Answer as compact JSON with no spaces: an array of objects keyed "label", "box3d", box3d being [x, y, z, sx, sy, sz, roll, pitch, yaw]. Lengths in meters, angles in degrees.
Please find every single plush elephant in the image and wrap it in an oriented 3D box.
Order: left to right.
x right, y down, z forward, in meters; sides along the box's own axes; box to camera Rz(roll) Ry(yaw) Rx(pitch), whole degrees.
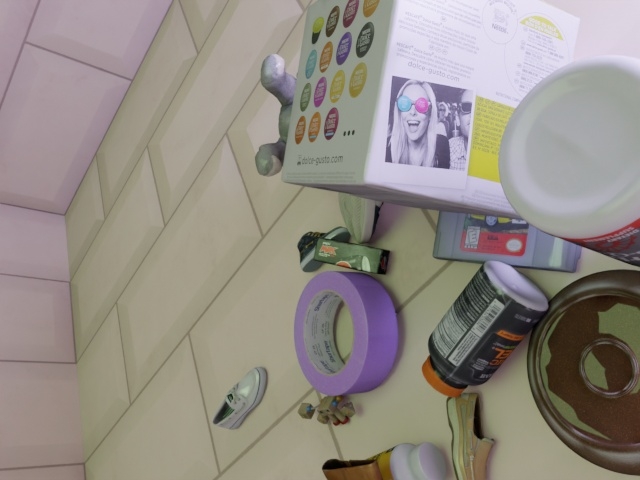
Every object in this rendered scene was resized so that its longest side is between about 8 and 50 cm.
[{"label":"plush elephant","box3d":[0.030,-0.264,1.362,0.255,0.330,0.272,6,90,28]}]

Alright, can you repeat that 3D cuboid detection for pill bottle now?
[{"label":"pill bottle","box3d":[0.152,0.458,1.116,0.184,0.103,0.103,-40,52,36]},{"label":"pill bottle","box3d":[0.278,0.166,1.017,0.246,0.130,0.130,-61,42,27]},{"label":"pill bottle","box3d":[0.414,-0.075,0.737,0.210,0.363,0.210,-18,66,47]}]

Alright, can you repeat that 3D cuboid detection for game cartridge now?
[{"label":"game cartridge","box3d":[0.342,-0.050,1.067,0.294,0.060,0.196,4,79,51]}]

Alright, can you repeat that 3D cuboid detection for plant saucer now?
[{"label":"plant saucer","box3d":[0.448,0.195,0.876,0.310,0.050,0.311,-15,70,48]}]

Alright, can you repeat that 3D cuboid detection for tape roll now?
[{"label":"tape roll","box3d":[0.050,0.207,1.295,0.274,0.090,0.275,-7,81,54]}]

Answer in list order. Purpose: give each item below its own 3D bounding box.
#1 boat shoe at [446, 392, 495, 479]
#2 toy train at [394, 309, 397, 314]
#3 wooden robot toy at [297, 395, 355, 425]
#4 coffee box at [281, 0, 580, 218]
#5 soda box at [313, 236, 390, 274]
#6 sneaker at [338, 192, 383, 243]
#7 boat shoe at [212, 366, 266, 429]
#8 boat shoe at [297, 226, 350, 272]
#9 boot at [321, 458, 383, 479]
[{"label":"boat shoe","box3d":[0.277,0.368,1.025,0.072,0.068,0.190,-22,63,32]},{"label":"toy train","box3d":[0.136,0.158,1.280,0.083,0.023,0.017,5,84,51]},{"label":"wooden robot toy","box3d":[0.029,0.379,1.337,0.173,0.076,0.079,-26,25,44]},{"label":"coffee box","box3d":[0.165,-0.232,0.972,0.337,0.338,0.334,15,96,65]},{"label":"soda box","box3d":[0.071,0.035,1.322,0.169,0.053,0.060,11,89,29]},{"label":"sneaker","box3d":[0.133,-0.144,1.274,0.131,0.148,0.350,52,151,40]},{"label":"boat shoe","box3d":[-0.228,0.447,1.600,0.083,0.075,0.226,48,117,45]},{"label":"boat shoe","box3d":[0.000,0.000,1.454,0.183,0.065,0.083,-43,52,36]},{"label":"boot","box3d":[0.145,0.524,1.037,0.264,0.096,0.280,-18,90,50]}]
